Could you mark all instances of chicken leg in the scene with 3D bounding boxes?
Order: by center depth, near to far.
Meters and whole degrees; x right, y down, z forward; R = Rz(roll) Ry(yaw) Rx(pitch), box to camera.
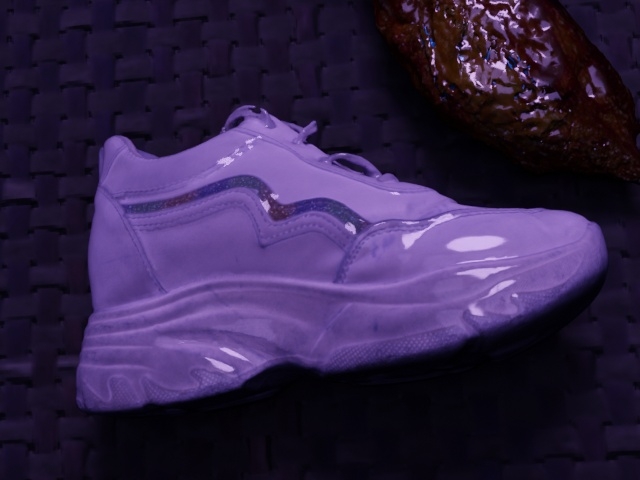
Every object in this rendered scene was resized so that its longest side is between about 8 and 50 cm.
[{"bbox_3d":[0.077,-0.120,0.509,0.105,0.063,0.233,-20,79,9],"label":"chicken leg"}]

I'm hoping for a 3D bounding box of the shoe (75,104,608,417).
[{"bbox_3d":[0.000,0.000,0.480,0.245,0.095,0.137,-11,80,13],"label":"shoe"}]
